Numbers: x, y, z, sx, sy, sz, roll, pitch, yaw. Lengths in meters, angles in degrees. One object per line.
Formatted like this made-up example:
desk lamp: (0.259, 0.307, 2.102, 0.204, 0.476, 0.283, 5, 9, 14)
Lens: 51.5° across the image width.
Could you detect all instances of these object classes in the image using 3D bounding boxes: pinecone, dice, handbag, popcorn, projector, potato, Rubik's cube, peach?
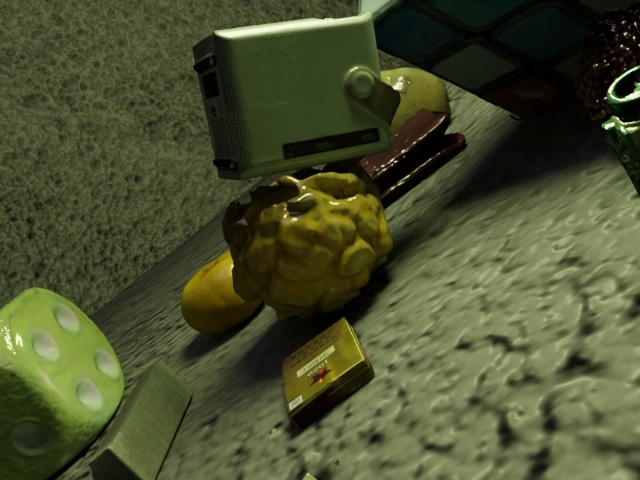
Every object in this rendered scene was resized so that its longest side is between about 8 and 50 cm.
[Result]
pinecone: (0.329, -0.169, 0.659, 0.121, 0.140, 0.140, -6, 2, -21)
dice: (-0.500, 0.252, 1.096, 0.254, 0.250, 0.252, -36, 12, 7)
handbag: (0.143, -0.146, 1.199, 0.216, 0.074, 0.203, -39, 12, 0)
popcorn: (-0.020, -0.004, 0.863, 0.250, 0.190, 0.250, -37, 7, 6)
projector: (-0.026, -0.183, 0.844, 0.242, 0.177, 0.163, -12, 12, -18)
potato: (0.159, -0.262, 1.357, 0.251, 0.174, 0.159, -19, 49, -3)
Rubik's cube: (0.283, -0.416, 0.868, 0.359, 0.362, 0.363, -24, 60, 56)
peach: (-0.158, 0.084, 1.115, 0.179, 0.103, 0.179, -33, 11, 7)

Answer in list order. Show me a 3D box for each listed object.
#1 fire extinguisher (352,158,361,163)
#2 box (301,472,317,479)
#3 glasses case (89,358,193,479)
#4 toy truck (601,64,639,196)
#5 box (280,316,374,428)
fire extinguisher: (0.130, -0.250, 1.534, 0.311, 0.114, 0.095, -42, 58, -18)
box: (0.022, 0.171, 0.341, 0.035, 0.083, 0.079, -42, 20, -20)
glasses case: (-0.217, 0.230, 0.821, 0.047, 0.071, 0.205, -38, 12, 14)
toy truck: (0.329, -0.104, 0.430, 0.259, 0.128, 0.135, -32, 27, 20)
box: (0.003, 0.131, 0.683, 0.090, 0.023, 0.133, -38, 12, 2)
